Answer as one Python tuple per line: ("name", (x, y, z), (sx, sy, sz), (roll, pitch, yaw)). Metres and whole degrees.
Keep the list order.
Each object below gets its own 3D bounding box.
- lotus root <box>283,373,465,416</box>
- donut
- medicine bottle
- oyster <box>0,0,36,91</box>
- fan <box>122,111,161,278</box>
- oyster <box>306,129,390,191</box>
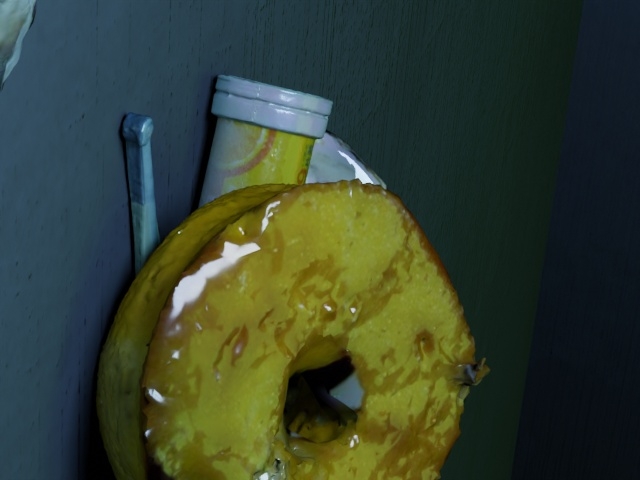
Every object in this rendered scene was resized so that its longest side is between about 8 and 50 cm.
("lotus root", (0.021, 0.106, 1.369), (0.146, 0.160, 0.284), (-41, 176, 17))
("donut", (-0.017, 0.083, 1.085), (0.253, 0.118, 0.253), (-19, 119, -39))
("medicine bottle", (-0.050, 0.011, 1.159), (0.074, 0.074, 0.218), (-4, 107, -77))
("oyster", (-0.135, -0.142, 0.496), (0.162, 0.158, 0.351), (-114, -147, -45))
("fan", (-0.097, 0.003, 1.065), (0.193, 0.016, 0.038), (89, 20, -46))
("oyster", (0.000, 0.000, 1.277), (0.081, 0.191, 0.163), (-33, -153, 35))
